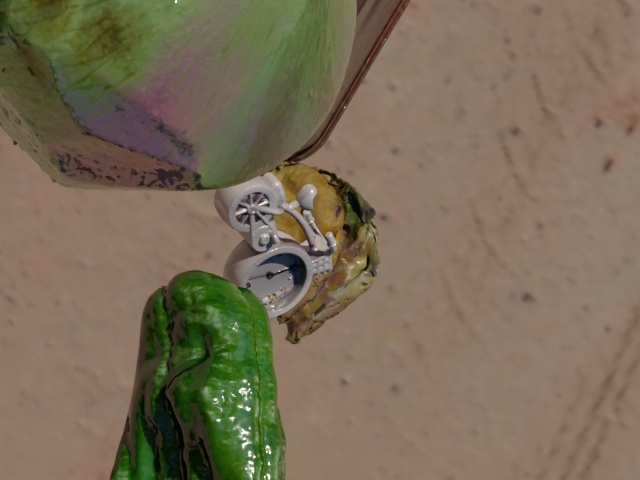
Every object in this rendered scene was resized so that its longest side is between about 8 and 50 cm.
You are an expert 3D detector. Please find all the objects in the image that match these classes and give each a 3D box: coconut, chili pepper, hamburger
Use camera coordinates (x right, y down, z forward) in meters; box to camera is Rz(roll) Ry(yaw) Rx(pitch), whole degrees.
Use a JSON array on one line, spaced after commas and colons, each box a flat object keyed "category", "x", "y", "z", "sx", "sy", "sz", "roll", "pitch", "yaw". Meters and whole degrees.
[{"category": "coconut", "x": -0.083, "y": -0.128, "z": 0.967, "sx": 0.204, "sy": 0.236, "sz": 0.236, "roll": 2, "pitch": 115, "yaw": -47}, {"category": "chili pepper", "x": -0.066, "y": 0.140, "z": 1.053, "sx": 0.083, "sy": 0.099, "sz": 0.253, "roll": 34, "pitch": 56, "yaw": -49}, {"category": "hamburger", "x": 0.006, "y": 0.001, "z": 1.578, "sx": 0.102, "sy": 0.176, "sz": 0.087, "roll": -20, "pitch": 134, "yaw": 12}]

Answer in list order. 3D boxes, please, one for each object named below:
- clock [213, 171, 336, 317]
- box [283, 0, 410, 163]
[{"category": "clock", "x": -0.036, "y": -0.003, "z": 1.437, "sx": 0.087, "sy": 0.041, "sz": 0.129, "roll": -28, "pitch": 133, "yaw": -15}, {"category": "box", "x": -0.034, "y": -0.263, "z": 1.568, "sx": 0.339, "sy": 0.239, "sz": 0.229, "roll": -59, "pitch": 176, "yaw": -7}]
